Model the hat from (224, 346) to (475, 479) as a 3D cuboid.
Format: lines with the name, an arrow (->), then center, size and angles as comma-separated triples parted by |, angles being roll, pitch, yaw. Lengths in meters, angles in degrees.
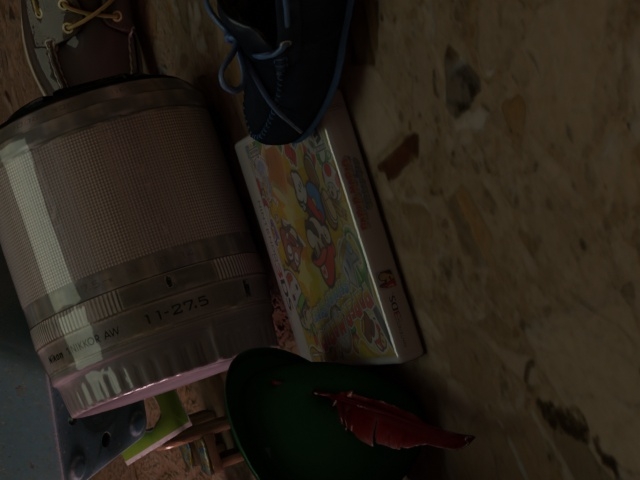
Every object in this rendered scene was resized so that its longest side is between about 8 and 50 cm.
hat -> 0.053, 0.112, 1.117 | 0.183, 0.173, 0.208 | -45, 56, 28

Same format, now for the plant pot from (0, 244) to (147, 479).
plant pot -> -0.322, 0.143, 1.537 | 0.252, 0.248, 0.247 | 5, 111, 27

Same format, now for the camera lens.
camera lens -> -0.175, 0.000, 1.376 | 0.274, 0.219, 0.219 | 70, 160, 6

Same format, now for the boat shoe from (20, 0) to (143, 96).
boat shoe -> -0.244, -0.254, 1.514 | 0.097, 0.117, 0.324 | 165, 93, -74

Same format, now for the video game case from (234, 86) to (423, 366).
video game case -> 0.000, 0.000, 1.195 | 0.227, 0.026, 0.206 | -19, 89, 70

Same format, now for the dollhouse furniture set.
dollhouse furniture set -> -0.140, 0.316, 1.634 | 0.242, 0.161, 0.212 | -5, 101, 70

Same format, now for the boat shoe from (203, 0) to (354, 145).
boat shoe -> -0.033, -0.167, 1.021 | 0.258, 0.089, 0.109 | 103, 149, -44

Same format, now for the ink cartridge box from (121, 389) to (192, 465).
ink cartridge box -> -0.190, 0.090, 1.621 | 0.189, 0.097, 0.255 | -36, 76, 54
